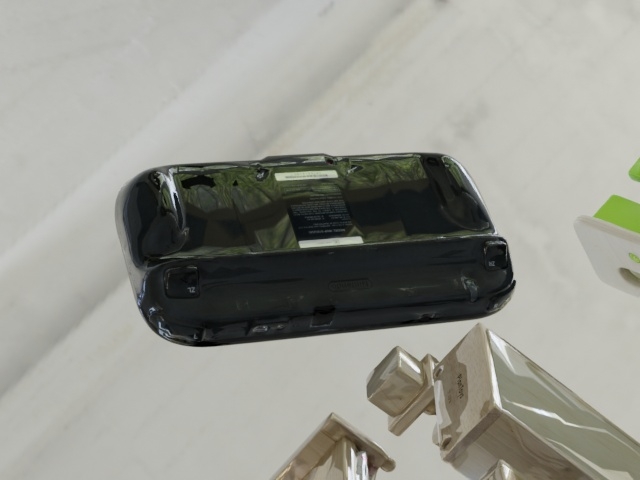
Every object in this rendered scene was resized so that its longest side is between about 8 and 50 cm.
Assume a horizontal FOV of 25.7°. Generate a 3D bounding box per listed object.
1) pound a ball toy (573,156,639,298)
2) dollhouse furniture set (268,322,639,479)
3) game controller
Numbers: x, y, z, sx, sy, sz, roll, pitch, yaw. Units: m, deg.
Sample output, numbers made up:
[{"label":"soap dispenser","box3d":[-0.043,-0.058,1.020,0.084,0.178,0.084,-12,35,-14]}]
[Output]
[{"label":"pound a ball toy","box3d":[0.397,-0.004,1.118,0.208,0.319,0.135,-49,-49,-15]},{"label":"dollhouse furniture set","box3d":[0.051,0.250,0.867,0.174,0.303,0.355,36,-71,-13]},{"label":"game controller","box3d":[0.000,0.000,1.118,0.319,0.166,0.067,-4,-44,-23]}]
